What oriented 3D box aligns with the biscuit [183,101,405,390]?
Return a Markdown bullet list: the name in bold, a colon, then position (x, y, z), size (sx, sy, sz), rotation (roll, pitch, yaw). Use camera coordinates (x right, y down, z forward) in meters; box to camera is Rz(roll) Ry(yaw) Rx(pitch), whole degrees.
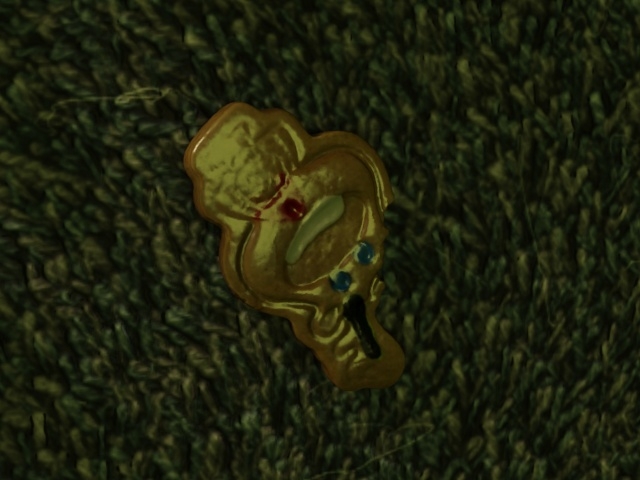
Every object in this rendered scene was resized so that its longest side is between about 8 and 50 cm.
- **biscuit**: position (-0.006, 0.007, 1.769), size (0.183, 0.047, 0.319), rotation (-23, 108, -12)
